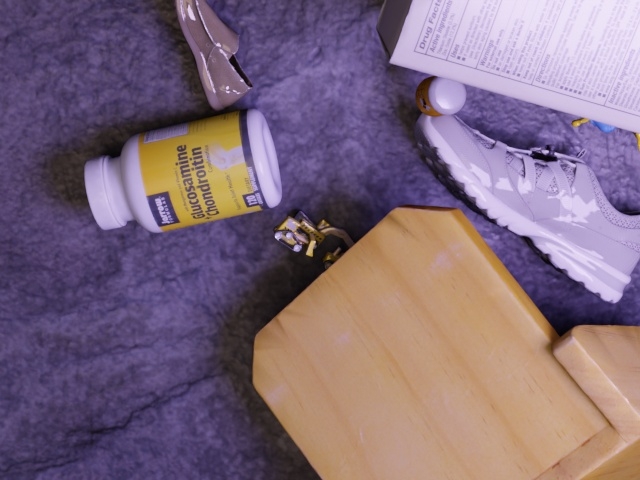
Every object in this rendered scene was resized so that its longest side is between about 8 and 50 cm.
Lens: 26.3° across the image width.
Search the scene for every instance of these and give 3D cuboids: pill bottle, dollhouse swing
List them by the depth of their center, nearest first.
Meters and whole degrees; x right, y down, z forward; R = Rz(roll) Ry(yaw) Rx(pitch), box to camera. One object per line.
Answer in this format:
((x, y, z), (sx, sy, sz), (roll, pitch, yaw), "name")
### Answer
((-0.138, -0.065, 1.376), (0.184, 0.103, 0.103), (-13, 108, 6), "pill bottle")
((0.163, 0.156, 1.414), (0.347, 0.315, 0.305), (-44, 63, 27), "dollhouse swing")

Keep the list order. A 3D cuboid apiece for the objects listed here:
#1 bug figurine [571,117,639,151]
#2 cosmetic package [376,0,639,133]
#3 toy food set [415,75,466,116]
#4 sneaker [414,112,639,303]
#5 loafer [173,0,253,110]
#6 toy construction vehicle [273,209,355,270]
((0.320, -0.238, 1.319), (0.216, 0.072, 0.279), (-17, 103, 1), "bug figurine")
((0.222, -0.201, 1.202), (0.309, 0.113, 0.160), (16, 113, -11), "cosmetic package")
((0.144, -0.234, 1.281), (0.111, 0.104, 0.232), (2, 89, -20), "toy food set")
((0.217, -0.057, 1.385), (0.281, 0.105, 0.115), (35, 92, -17), "sneaker")
((-0.106, -0.202, 1.356), (0.050, 0.056, 0.148), (-15, 118, 6), "loafer")
((0.000, 0.000, 1.404), (0.098, 0.086, 0.035), (34, 100, -9), "toy construction vehicle")
